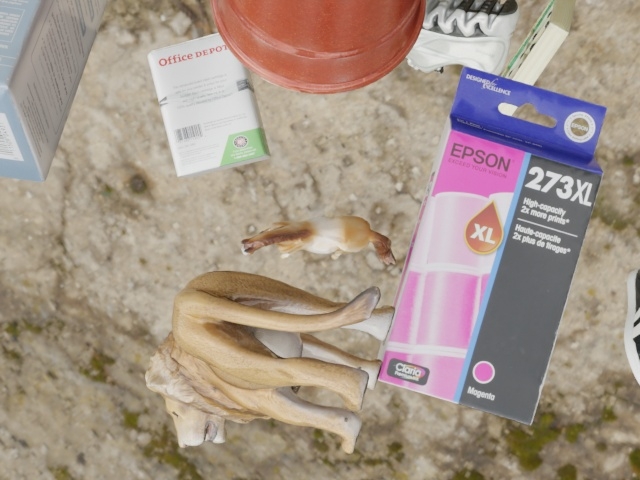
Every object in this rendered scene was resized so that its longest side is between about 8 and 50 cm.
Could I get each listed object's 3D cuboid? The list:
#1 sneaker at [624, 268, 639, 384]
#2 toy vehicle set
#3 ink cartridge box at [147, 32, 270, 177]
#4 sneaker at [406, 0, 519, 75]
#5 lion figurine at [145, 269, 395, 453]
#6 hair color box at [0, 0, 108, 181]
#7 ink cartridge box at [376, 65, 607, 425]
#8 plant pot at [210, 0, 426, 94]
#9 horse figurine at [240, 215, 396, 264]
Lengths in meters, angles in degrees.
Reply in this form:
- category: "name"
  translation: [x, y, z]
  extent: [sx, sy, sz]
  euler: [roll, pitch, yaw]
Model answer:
- category: "sneaker"
  translation: [0.519, 0.114, 1.208]
  extent: [0.079, 0.216, 0.121]
  euler: [32, 140, -26]
- category: "toy vehicle set"
  translation: [0.358, -0.302, 1.455]
  extent: [0.035, 0.166, 0.266]
  euler: [29, 131, -1]
- category: "ink cartridge box"
  translation: [-0.190, -0.233, 1.423]
  extent: [0.160, 0.092, 0.219]
  euler: [-13, 92, 4]
- category: "sneaker"
  translation: [0.128, -0.296, 1.153]
  extent: [0.292, 0.110, 0.118]
  euler: [18, 133, 23]
- category: "lion figurine"
  translation: [-0.065, 0.098, 0.758]
  extent: [0.240, 0.142, 0.392]
  euler: [18, 151, 7]
- category: "hair color box"
  translation: [-0.363, -0.282, 1.022]
  extent: [0.114, 0.374, 0.185]
  euler: [8, 150, 0]
- category: "ink cartridge box"
  translation: [0.194, 0.000, 0.905]
  extent: [0.176, 0.069, 0.370]
  euler: [16, 86, 0]
- category: "plant pot"
  translation: [0.006, -0.341, 0.902]
  extent: [0.272, 0.272, 0.265]
  euler: [42, 166, 8]
- category: "horse figurine"
  translation: [0.000, 0.000, 1.278]
  extent: [0.174, 0.263, 0.066]
  euler: [138, 132, -76]
